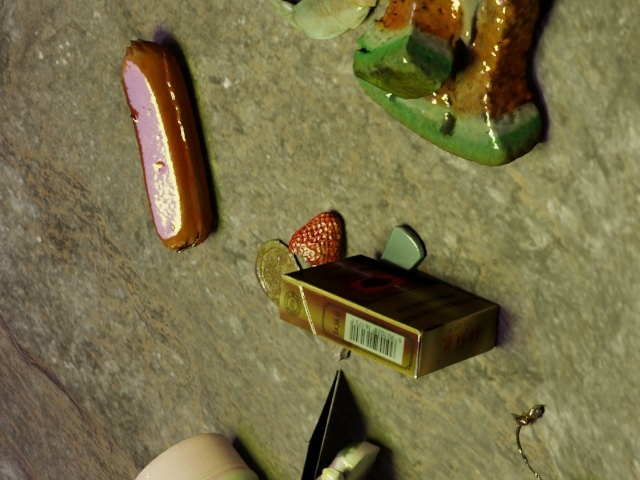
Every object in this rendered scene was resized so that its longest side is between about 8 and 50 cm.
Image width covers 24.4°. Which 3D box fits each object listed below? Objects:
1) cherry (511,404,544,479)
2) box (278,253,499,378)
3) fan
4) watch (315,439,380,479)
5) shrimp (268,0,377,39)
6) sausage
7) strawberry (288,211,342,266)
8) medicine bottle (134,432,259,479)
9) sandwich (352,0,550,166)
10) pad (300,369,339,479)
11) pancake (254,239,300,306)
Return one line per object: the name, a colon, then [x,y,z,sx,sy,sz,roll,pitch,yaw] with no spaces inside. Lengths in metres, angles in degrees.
cherry: [0.287,0.303,1.776,0.107,0.090,0.225,133,123,-63]
box: [0.085,0.090,1.867,0.240,0.159,0.071,21,117,41]
fan: [0.073,0.084,2.012,0.057,0.023,0.282,46,138,19]
watch: [0.067,0.420,2.032,0.231,0.244,0.196,29,134,18]
shrimp: [-0.047,-0.393,1.926,0.360,0.085,0.246,34,136,36]
sausage: [-0.230,-0.146,2.251,0.102,0.102,0.330,2,107,53]
strawberry: [0.000,0.000,2.046,0.073,0.073,0.083,36,95,39]
medicine bottle: [-0.140,0.478,2.312,0.316,0.202,0.202,50,139,27]
sandwich: [0.141,-0.231,1.667,0.250,0.162,0.301,39,136,31]
pad: [-0.014,0.325,2.135,0.006,0.170,0.245,16,127,7]
pancake: [-0.062,0.049,2.184,0.115,0.011,0.114,23,121,45]
